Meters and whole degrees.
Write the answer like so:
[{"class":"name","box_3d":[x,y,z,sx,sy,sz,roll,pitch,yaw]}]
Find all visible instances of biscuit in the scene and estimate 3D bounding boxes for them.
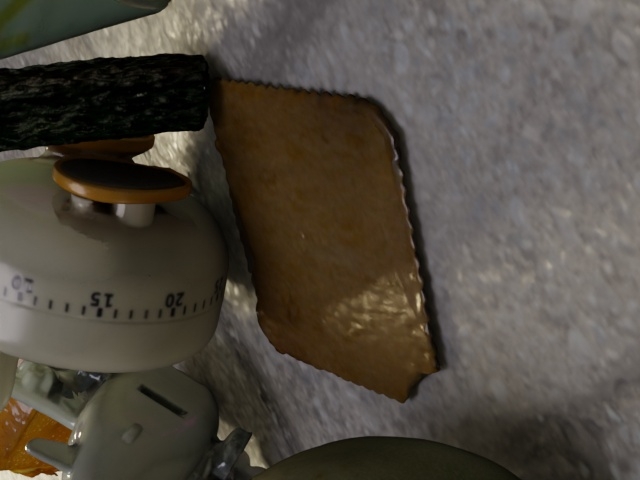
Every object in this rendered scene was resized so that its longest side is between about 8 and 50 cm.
[{"class":"biscuit","box_3d":[0.000,0.000,1.057,0.237,0.013,0.232,17,124,55]}]

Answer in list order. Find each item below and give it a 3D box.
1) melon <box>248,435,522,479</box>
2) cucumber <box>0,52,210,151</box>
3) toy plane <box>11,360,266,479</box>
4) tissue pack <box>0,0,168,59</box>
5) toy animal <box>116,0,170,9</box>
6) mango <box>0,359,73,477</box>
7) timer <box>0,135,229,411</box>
[{"class":"melon","box_3d":[0.032,0.255,0.929,0.268,0.268,0.330,57,141,17]},{"class":"cucumber","box_3d":[-0.224,-0.094,1.069,0.067,0.293,0.067,171,90,-72]},{"class":"toy plane","box_3d":[-0.158,0.177,1.235,0.267,0.267,0.123,44,111,35]},{"class":"tissue pack","box_3d":[-0.317,-0.247,1.018,0.162,0.388,0.287,31,135,49]},{"class":"toy animal","box_3d":[-0.086,-0.193,0.820,0.127,0.251,0.125,-24,92,61]},{"class":"mango","box_3d":[-0.292,0.134,1.463,0.199,0.201,0.350,35,139,-4]},{"class":"timer","box_3d":[-0.194,0.039,1.159,0.233,0.233,0.240,31,115,46]}]
